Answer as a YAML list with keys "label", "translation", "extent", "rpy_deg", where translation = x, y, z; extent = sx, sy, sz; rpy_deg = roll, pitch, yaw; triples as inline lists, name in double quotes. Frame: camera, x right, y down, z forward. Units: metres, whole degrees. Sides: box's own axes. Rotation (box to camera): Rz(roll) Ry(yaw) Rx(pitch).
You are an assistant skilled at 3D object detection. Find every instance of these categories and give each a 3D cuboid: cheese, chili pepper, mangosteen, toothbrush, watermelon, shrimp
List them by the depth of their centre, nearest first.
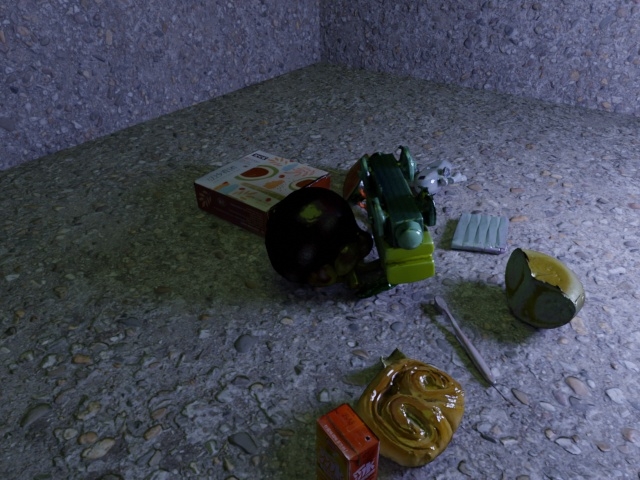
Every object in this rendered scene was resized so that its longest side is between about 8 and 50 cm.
- label: "cheese"
  translation: [0.170, 0.297, 1.175]
  extent: [0.084, 0.041, 0.060]
  rpy_deg: [-9, 39, -38]
- label: "toothbrush"
  translation: [0.362, 0.250, 1.253]
  extent: [0.025, 0.029, 0.307]
  rpy_deg: [-10, 37, -11]
- label: "mangosteen"
  translation: [-0.005, -0.014, 1.423]
  extent: [0.314, 0.296, 0.297]
  rpy_deg: [0, 34, 8]
- label: "chili pepper"
  translation: [0.209, 0.088, 1.462]
  extent: [0.122, 0.065, 0.279]
  rpy_deg: [16, 40, 25]
- label: "shrimp"
  translation: [0.179, 0.022, 1.582]
  extent: [0.296, 0.058, 0.169]
  rpy_deg: [-23, 48, -25]
- label: "watermelon"
  translation: [0.187, -0.235, 1.941]
  extent: [0.128, 0.159, 0.303]
  rpy_deg: [34, 32, -16]

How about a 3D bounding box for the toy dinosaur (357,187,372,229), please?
- label: "toy dinosaur"
  translation: [0.182, -0.157, 1.777]
  extent: [0.055, 0.101, 0.279]
  rpy_deg: [-16, 58, 42]

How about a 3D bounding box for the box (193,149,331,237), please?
- label: "box"
  translation: [-0.215, -0.188, 1.845]
  extent: [0.385, 0.122, 0.344]
  rpy_deg: [23, 42, 32]

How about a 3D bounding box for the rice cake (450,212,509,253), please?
- label: "rice cake"
  translation: [0.536, -0.024, 1.637]
  extent: [0.189, 0.037, 0.198]
  rpy_deg: [7, 35, 13]

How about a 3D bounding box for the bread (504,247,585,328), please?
- label: "bread"
  translation: [0.603, 0.137, 1.307]
  extent: [0.156, 0.158, 0.260]
  rpy_deg: [10, 34, -1]

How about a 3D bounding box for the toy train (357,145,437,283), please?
- label: "toy train"
  translation: [0.214, -0.076, 1.401]
  extent: [0.179, 0.272, 0.442]
  rpy_deg: [-10, 37, 2]

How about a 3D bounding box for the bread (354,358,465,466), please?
- label: "bread"
  translation: [0.182, 0.355, 1.017]
  extent: [0.198, 0.120, 0.236]
  rpy_deg: [23, 41, 31]

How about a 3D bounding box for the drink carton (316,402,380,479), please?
- label: "drink carton"
  translation: [0.045, 0.401, 0.861]
  extent: [0.071, 0.222, 0.096]
  rpy_deg: [-21, 39, -28]

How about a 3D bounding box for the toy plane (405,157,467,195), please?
- label: "toy plane"
  translation: [0.447, -0.241, 1.905]
  extent: [0.245, 0.117, 0.244]
  rpy_deg: [-15, 24, 7]
